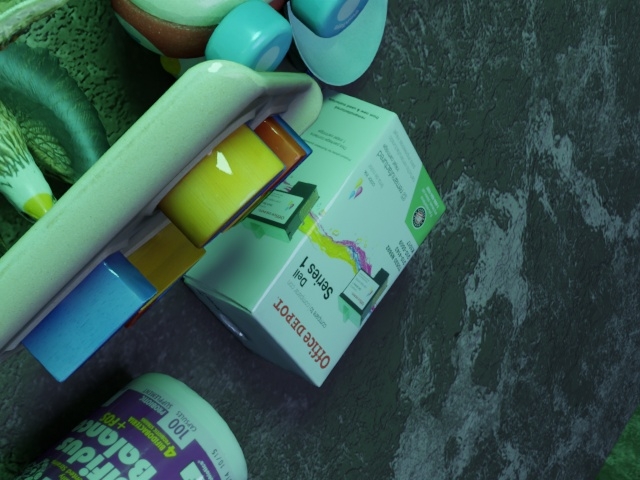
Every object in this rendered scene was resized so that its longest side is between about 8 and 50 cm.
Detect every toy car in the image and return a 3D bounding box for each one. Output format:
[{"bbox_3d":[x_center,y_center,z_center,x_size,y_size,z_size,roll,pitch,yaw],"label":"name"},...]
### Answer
[{"bbox_3d":[-0.107,-0.200,1.022,0.210,0.219,0.238,-39,164,-34],"label":"toy car"}]

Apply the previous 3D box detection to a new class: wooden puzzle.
[{"bbox_3d":[-0.126,-0.006,0.897,0.322,0.080,0.348,-43,177,10],"label":"wooden puzzle"}]

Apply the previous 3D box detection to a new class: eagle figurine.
[{"bbox_3d":[-0.270,-0.076,0.873,0.226,0.225,0.298,-7,164,-12],"label":"eagle figurine"}]

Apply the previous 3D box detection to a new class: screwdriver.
[{"bbox_3d":[-0.008,-0.183,1.272,0.024,0.025,0.170,-59,152,-13],"label":"screwdriver"}]

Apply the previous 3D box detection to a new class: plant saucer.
[{"bbox_3d":[0.008,-0.266,1.207,0.195,0.037,0.195,-14,107,-53],"label":"plant saucer"}]

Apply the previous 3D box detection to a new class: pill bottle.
[{"bbox_3d":[-0.229,0.281,1.096,0.301,0.169,0.169,-41,136,-33],"label":"pill bottle"}]

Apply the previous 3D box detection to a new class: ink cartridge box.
[{"bbox_3d":[0.000,0.000,1.277,0.278,0.117,0.201,-54,143,-14],"label":"ink cartridge box"}]
